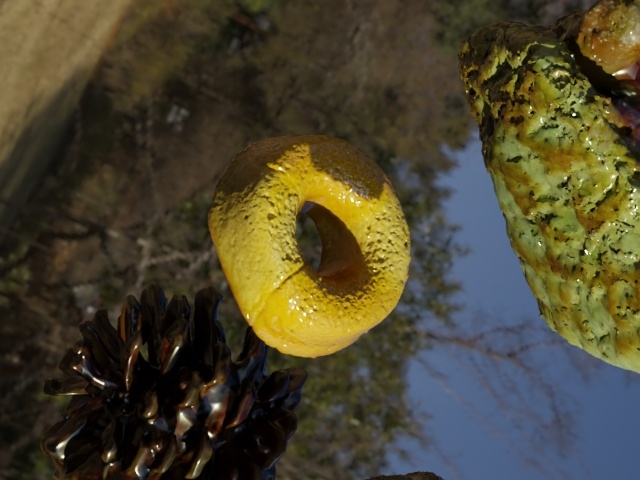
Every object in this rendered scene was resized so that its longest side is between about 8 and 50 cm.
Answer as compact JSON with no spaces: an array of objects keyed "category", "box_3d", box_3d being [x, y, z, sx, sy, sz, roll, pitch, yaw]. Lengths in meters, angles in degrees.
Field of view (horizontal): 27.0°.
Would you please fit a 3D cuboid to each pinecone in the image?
[{"category":"pinecone","box_3d":[-0.215,0.242,1.914,0.398,0.397,0.398,-59,-166,25]}]

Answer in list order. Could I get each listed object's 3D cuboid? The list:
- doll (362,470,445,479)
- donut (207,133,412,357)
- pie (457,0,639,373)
[{"category":"doll","box_3d":[0.071,0.296,1.374,0.221,0.115,0.105,3,97,-64]},{"category":"donut","box_3d":[0.000,0.000,1.746,0.110,0.303,0.303,-15,-131,54]},{"category":"pie","box_3d":[0.290,-0.054,1.499,0.395,0.180,0.418,-172,-112,-76]}]
